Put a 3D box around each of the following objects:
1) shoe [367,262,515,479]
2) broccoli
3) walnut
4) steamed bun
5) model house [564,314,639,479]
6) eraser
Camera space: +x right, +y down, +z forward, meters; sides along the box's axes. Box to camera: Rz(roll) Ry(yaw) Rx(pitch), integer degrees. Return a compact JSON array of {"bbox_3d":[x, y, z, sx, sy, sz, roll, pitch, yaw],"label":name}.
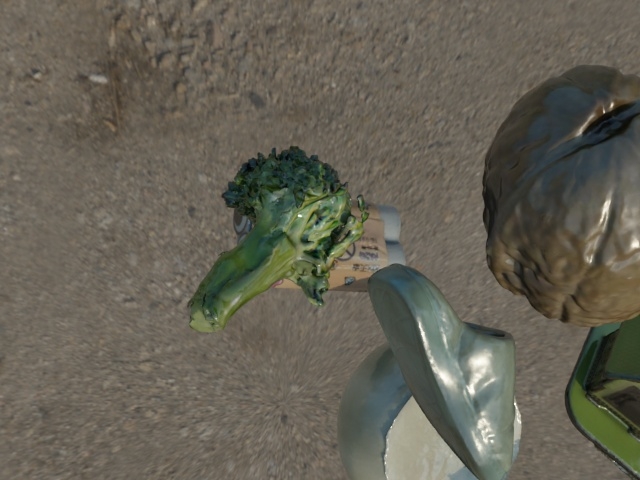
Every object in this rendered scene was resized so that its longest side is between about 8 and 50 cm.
[{"bbox_3d":[0.132,0.114,0.833,0.100,0.103,0.251,-33,115,-11],"label":"shoe"},{"bbox_3d":[-0.063,0.023,1.144,0.177,0.198,0.275,14,66,29],"label":"broccoli"},{"bbox_3d":[0.205,-0.021,0.688,0.178,0.230,0.178,1,59,-2],"label":"walnut"},{"bbox_3d":[0.175,0.311,1.524,0.324,0.206,0.324,-5,103,-24],"label":"steamed bun"},{"bbox_3d":[0.469,0.155,1.069,0.205,0.279,0.218,38,56,-7],"label":"model house"},{"bbox_3d":[0.000,0.000,1.533,0.290,0.087,0.171,4,70,-26],"label":"eraser"}]
